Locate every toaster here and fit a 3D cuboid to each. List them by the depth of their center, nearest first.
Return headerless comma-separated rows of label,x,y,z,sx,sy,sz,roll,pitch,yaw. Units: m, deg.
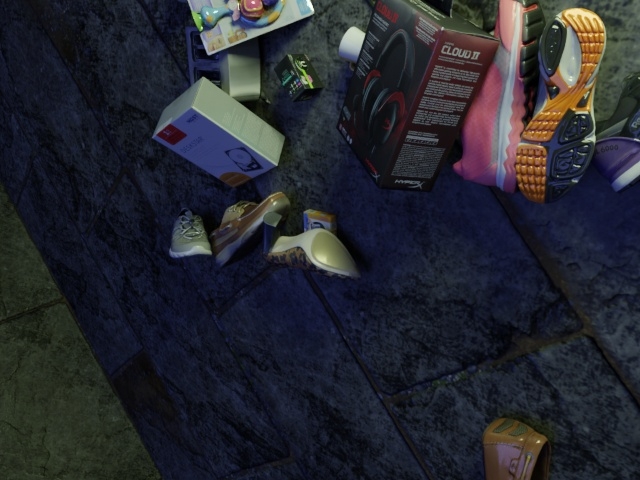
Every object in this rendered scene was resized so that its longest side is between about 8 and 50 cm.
toaster,-0.217,-0.400,1.159,0.185,0.110,0.168,17,119,35

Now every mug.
mug,0.080,-0.359,0.963,0.064,0.078,0.062,32,93,17

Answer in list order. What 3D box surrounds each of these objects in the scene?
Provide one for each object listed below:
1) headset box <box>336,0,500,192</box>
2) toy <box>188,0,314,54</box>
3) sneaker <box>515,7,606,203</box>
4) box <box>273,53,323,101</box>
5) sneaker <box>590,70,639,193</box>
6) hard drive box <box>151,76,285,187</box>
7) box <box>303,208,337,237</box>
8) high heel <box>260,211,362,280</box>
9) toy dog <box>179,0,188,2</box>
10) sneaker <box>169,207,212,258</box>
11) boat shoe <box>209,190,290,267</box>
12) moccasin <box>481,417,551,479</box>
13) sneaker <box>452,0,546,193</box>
headset box,0.147,-0.261,0.836,0.218,0.110,0.293,-116,35,-45
toy,-0.148,-0.483,1.016,0.237,0.056,0.137,-19,96,9
sneaker,0.353,-0.184,0.736,0.099,0.121,0.263,14,105,24
box,-0.046,-0.341,1.066,0.052,0.062,0.083,-32,86,42
sneaker,0.464,-0.194,0.658,0.124,0.107,0.283,55,133,17
hard drive box,-0.229,-0.235,1.155,0.181,0.232,0.089,-18,50,45
box,0.000,0.000,1.189,0.081,0.028,0.136,14,114,36
high heel,-0.025,0.050,1.182,0.261,0.093,0.186,31,149,13
toy dog,-0.263,-0.647,1.062,0.220,0.161,0.334,40,129,22
sneaker,-0.368,-0.022,1.396,0.281,0.105,0.115,28,117,61
boat shoe,-0.196,-0.042,1.283,0.324,0.123,0.116,-36,80,42
moccasin,0.408,0.538,0.991,0.147,0.139,0.380,5,101,49
sneaker,0.266,-0.230,0.798,0.136,0.116,0.314,12,115,34
